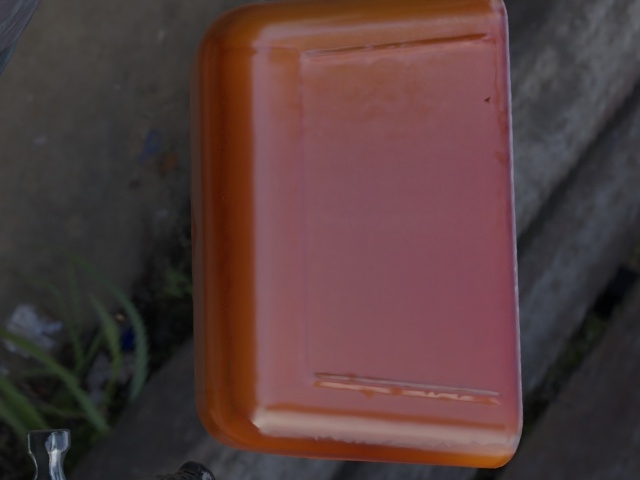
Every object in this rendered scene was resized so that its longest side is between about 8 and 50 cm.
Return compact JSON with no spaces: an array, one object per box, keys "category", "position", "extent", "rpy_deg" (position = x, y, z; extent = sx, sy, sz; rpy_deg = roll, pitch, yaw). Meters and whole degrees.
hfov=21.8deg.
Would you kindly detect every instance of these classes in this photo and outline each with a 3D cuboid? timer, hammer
[{"category":"timer","position":[0.000,0.000,0.952],"extent":[0.161,0.250,0.257],"rpy_deg":[-1,85,-11]},{"category":"hammer","position":[-0.138,0.186,1.201],"extent":[0.288,0.033,0.111],"rpy_deg":[11,77,-72]}]

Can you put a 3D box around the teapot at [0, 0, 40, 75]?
[{"category":"teapot","position":[-0.282,-0.094,0.769],"extent":[0.233,0.315,0.312],"rpy_deg":[22,119,-22]}]
